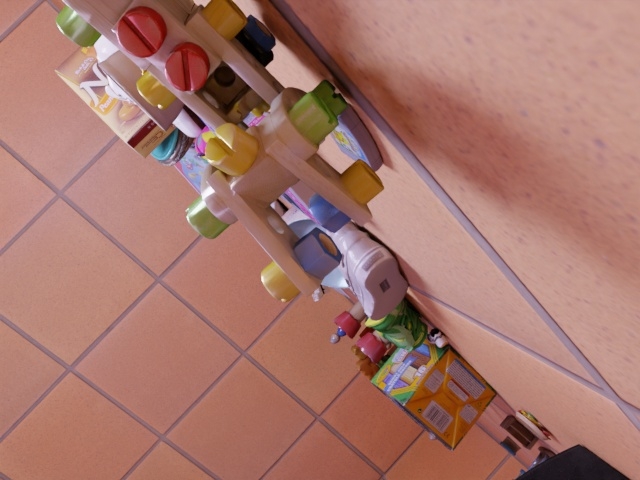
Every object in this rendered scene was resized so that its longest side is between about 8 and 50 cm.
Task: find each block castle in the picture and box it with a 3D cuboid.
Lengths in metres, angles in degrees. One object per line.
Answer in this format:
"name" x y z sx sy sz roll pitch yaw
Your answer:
"block castle" 0.250 0.390 1.709 0.453 0.213 0.303 45 176 -20

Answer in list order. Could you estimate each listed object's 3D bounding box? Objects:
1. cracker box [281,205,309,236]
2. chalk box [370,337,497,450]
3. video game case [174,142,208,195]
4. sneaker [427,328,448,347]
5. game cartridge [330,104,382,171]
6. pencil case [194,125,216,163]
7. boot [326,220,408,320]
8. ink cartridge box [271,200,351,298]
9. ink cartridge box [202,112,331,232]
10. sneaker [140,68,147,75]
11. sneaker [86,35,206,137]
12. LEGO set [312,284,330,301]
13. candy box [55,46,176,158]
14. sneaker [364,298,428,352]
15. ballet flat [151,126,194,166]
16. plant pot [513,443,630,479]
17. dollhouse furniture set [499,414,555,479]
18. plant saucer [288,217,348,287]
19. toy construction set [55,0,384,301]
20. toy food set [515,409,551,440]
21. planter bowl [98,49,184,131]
"cracker box" 0.000 0.000 1.271 0.156 0.067 0.232 46 174 -19
"chalk box" 0.266 0.363 1.393 0.180 0.179 0.289 44 171 -11
"video game case" -0.290 -0.190 1.517 0.285 0.025 0.204 6 146 38
"sneaker" 0.254 0.208 1.208 0.037 0.031 0.083 58 169 -5
"game cartridge" 0.026 -0.096 0.496 0.056 0.017 0.083 35 171 41
"pencil case" -0.177 -0.160 1.193 0.104 0.104 0.236 41 176 34
"boot" 0.079 0.048 0.973 0.123 0.095 0.258 48 170 28
"ink cartridge box" -0.058 -0.001 1.717 0.308 0.091 0.385 47 172 -33
"ink cartridge box" -0.090 -0.139 0.865 0.186 0.065 0.311 48 176 -38
"sneaker" -0.196 -0.231 0.734 0.088 0.093 0.225 43 176 13
"sneaker" -0.365 -0.314 1.156 0.290 0.123 0.106 49 -161 -9
"LEGO set" 0.001 0.035 1.460 0.087 0.093 0.227 -25 84 49
"candy box" -0.458 -0.360 1.291 0.316 0.183 0.087 42 175 22
"sneaker" 0.178 0.174 1.202 0.123 0.110 0.295 26 172 21
"ballet flat" -0.422 -0.352 1.454 0.483 0.164 0.182 47 -160 31
"plant pot" 0.444 0.458 0.899 0.187 0.167 0.188 46 174 -20
"dollhouse furniture set" 0.531 0.577 1.450 0.183 0.129 0.129 42 175 17
"plant saucer" 0.014 0.018 1.105 0.194 0.037 0.195 17 140 14
"toy construction set" -0.090 -0.128 0.369 0.328 0.151 0.215 56 -166 -32
"toy food set" 0.449 0.390 1.157 0.083 0.020 0.082 44 175 0
"planter bowl" -0.308 -0.297 1.011 0.162 0.109 0.162 44 175 5
